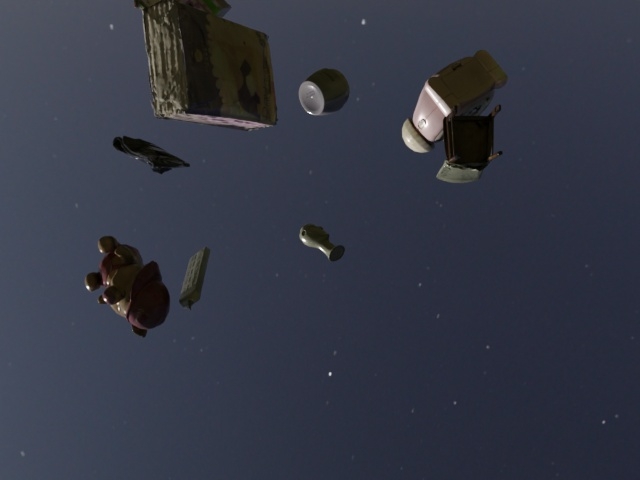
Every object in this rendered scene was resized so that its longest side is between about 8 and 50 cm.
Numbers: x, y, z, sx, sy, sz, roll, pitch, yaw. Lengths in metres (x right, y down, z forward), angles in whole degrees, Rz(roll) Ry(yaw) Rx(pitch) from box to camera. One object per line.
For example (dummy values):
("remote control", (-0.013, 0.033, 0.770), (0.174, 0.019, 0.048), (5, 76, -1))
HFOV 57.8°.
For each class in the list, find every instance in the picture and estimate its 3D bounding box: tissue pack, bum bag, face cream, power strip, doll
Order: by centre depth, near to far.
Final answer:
("tissue pack", (-0.241, -0.389, 1.341), (0.125, 0.243, 0.343), (-6, -178, 29))
("doll", (-0.487, 0.114, 1.474), (0.152, 0.196, 0.256), (-32, -123, -30))
("face cream", (0.010, -0.387, 1.514), (0.117, 0.117, 0.104), (33, -132, 27))
("power strip", (-0.330, 0.099, 1.527), (0.060, 0.027, 0.253), (-35, -153, 18))
("bum bag", (-0.457, -0.227, 1.560), (0.123, 0.060, 0.248), (7, -161, -46))

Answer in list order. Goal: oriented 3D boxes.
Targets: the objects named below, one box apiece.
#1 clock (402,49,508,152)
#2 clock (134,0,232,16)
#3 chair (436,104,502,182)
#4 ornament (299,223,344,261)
("clock", (0.460, -0.474, 2.046), (0.342, 0.326, 0.184), (-27, -107, -18))
("clock", (-0.485, -0.783, 1.858), (0.309, 0.235, 0.166), (47, -159, -13))
("chair", (0.466, -0.301, 1.832), (0.160, 0.319, 0.186), (-1, -94, 3))
("ornament", (0.000, 0.000, 1.852), (0.156, 0.081, 0.074), (37, -157, 32))
